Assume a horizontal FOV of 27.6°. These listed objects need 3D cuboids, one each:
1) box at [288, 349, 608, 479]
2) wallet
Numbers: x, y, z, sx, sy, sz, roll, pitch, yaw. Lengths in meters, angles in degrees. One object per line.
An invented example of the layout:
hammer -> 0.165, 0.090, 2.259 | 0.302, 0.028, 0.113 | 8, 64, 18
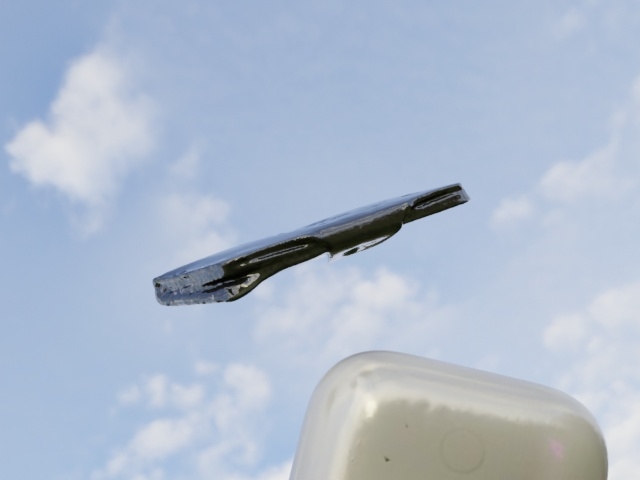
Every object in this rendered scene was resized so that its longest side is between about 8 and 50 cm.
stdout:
box -> 0.103, 0.282, 1.177 | 0.288, 0.349, 0.141 | 13, -18, 1
wallet -> 0.000, 0.000, 1.536 | 0.377, 0.051, 0.197 | -20, 5, -35
